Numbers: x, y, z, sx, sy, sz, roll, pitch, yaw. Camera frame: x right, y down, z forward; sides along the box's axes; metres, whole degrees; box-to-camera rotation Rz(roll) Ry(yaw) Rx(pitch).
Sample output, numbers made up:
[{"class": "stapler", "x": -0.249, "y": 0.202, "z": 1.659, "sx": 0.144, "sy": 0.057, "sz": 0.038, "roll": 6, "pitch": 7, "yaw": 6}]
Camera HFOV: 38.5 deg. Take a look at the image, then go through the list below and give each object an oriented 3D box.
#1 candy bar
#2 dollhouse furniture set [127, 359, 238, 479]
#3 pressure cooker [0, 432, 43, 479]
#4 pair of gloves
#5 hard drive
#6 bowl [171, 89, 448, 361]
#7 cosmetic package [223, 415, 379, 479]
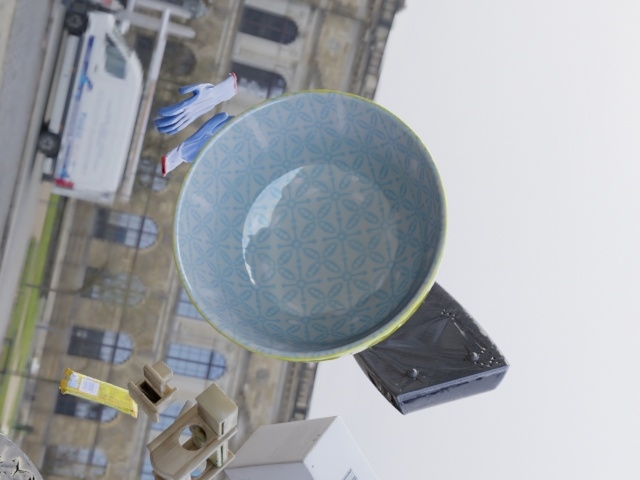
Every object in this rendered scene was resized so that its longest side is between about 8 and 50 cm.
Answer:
[{"class": "candy bar", "x": -0.327, "y": 0.229, "z": 1.377, "sx": 0.018, "sy": 0.161, "sz": 0.040, "roll": -6, "pitch": -115, "yaw": 34}, {"class": "dollhouse furniture set", "x": -0.191, "y": 0.209, "z": 1.098, "sx": 0.101, "sy": 0.161, "sz": 0.182, "roll": -39, "pitch": 160, "yaw": -25}, {"class": "pressure cooker", "x": -0.722, "y": 0.549, "z": 1.578, "sx": 0.420, "sy": 0.370, "sz": 0.375, "roll": -42, "pitch": 175, "yaw": 18}, {"class": "pair of gloves", "x": -0.194, "y": -0.185, "z": 1.468, "sx": 0.023, "sy": 0.159, "sz": 0.198, "roll": 45, "pitch": -27, "yaw": 21}, {"class": "hard drive", "x": 0.121, "y": 0.132, "z": 1.217, "sx": 0.255, "sy": 0.172, "sz": 0.054, "roll": -128, "pitch": -151, "yaw": -57}, {"class": "bowl", "x": 0.000, "y": 0.000, "z": 0.998, "sx": 0.156, "sy": 0.289, "sz": 0.290, "roll": 57, "pitch": 40, "yaw": -69}, {"class": "cosmetic package", "x": -0.022, "y": 0.467, "z": 1.732, "sx": 0.224, "sy": 0.224, "sz": 0.138, "roll": -17, "pitch": -161, "yaw": 41}]
